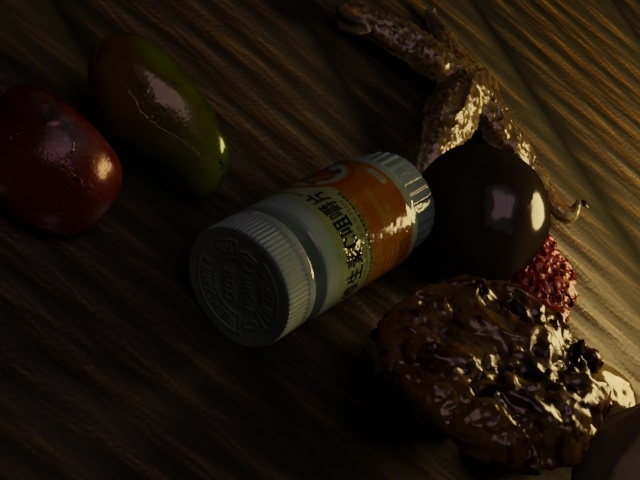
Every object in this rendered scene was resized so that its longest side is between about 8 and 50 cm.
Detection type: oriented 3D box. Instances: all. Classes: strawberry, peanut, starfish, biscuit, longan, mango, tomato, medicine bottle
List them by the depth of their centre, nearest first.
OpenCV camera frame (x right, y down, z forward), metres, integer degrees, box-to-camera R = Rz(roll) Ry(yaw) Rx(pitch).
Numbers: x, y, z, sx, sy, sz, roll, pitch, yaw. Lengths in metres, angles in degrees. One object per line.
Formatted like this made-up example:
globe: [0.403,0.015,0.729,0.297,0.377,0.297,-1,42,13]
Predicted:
tomato: [-0.298,-0.106,1.503,0.173,0.099,0.189,27,46,-18]
biscuit: [0.223,0.148,1.592,0.289,0.081,0.334,40,35,18]
mango: [-0.199,-0.151,1.606,0.125,0.111,0.232,-35,94,-15]
medicine bottle: [0.000,0.000,1.620,0.318,0.158,0.158,-29,81,-47]
peanut: [0.353,0.215,1.771,0.159,0.109,0.140,24,36,-22]
longan: [0.217,-0.035,1.785,0.196,0.196,0.220,51,25,3]
strawberry: [0.311,0.046,1.888,0.121,0.082,0.188,20,53,-22]
starfish: [0.200,-0.192,1.975,0.324,0.082,0.432,-14,72,-46]

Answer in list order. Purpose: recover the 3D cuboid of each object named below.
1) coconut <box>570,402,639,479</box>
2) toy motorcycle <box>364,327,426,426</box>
coconut: [0.455,0.348,1.605,0.323,0.323,0.322,20,50,-26]
toy motorcycle: [0.162,0.164,1.681,0.221,0.102,0.150,7,36,-38]
